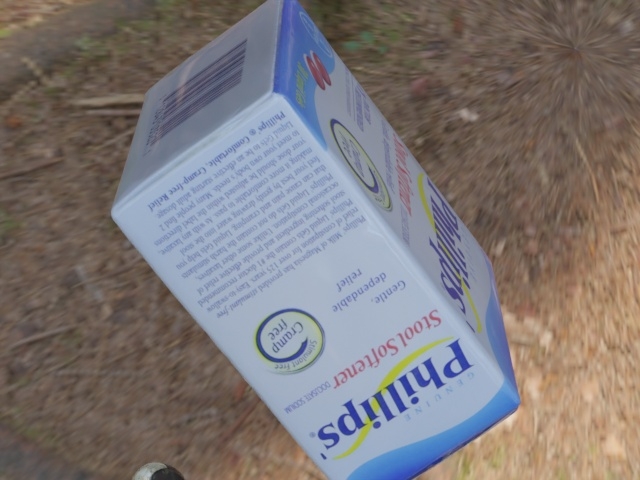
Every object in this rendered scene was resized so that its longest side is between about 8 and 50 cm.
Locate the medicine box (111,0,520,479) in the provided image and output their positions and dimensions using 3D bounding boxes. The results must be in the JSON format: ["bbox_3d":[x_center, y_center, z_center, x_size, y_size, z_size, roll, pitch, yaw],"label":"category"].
[{"bbox_3d":[0.000,0.000,1.407,0.149,0.263,0.289,-35,108,13],"label":"medicine box"}]

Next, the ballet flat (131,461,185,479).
[{"bbox_3d":[-0.126,0.203,1.435,0.049,0.173,0.057,23,71,12],"label":"ballet flat"}]
